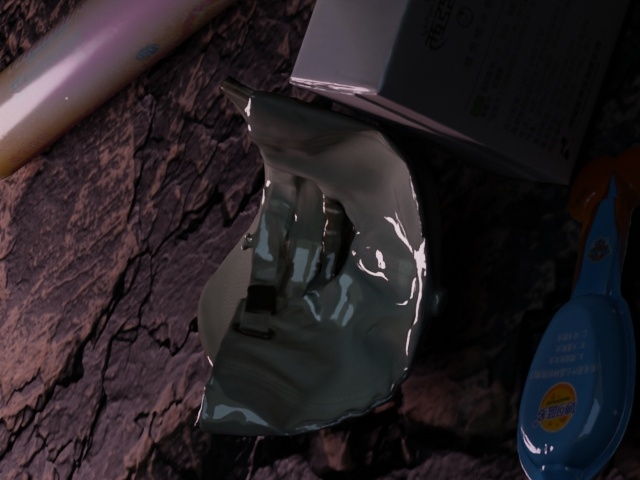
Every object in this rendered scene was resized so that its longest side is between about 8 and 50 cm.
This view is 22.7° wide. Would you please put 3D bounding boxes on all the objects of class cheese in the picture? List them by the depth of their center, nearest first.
[{"bbox_3d":[0.179,0.052,1.052,0.106,0.037,0.256,-13,57,54],"label":"cheese"}]

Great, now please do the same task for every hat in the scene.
[{"bbox_3d":[-0.006,0.000,1.235,0.301,0.168,0.258,-117,36,-70],"label":"hat"}]

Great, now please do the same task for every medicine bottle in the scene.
[{"bbox_3d":[-0.220,-0.190,1.577,0.426,0.108,0.108,-30,53,41],"label":"medicine bottle"}]

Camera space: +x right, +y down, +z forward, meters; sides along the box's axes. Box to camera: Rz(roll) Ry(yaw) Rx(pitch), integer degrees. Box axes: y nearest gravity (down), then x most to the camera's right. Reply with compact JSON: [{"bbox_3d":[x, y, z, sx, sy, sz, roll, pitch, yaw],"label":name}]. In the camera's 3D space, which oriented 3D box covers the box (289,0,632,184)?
[{"bbox_3d":[0.118,-0.192,1.102,0.111,0.194,0.260,19,87,53],"label":"box"}]
